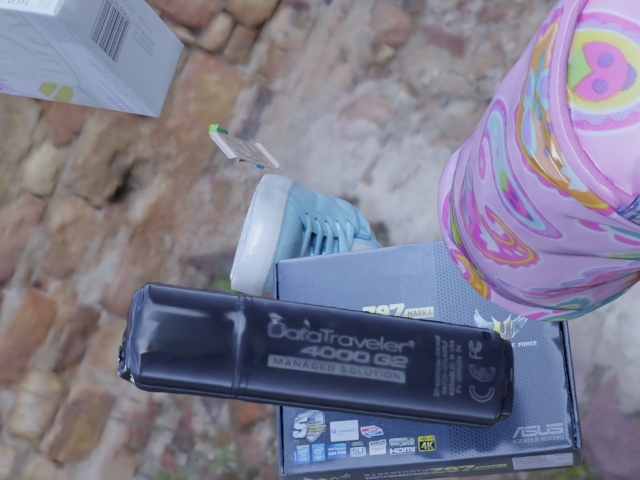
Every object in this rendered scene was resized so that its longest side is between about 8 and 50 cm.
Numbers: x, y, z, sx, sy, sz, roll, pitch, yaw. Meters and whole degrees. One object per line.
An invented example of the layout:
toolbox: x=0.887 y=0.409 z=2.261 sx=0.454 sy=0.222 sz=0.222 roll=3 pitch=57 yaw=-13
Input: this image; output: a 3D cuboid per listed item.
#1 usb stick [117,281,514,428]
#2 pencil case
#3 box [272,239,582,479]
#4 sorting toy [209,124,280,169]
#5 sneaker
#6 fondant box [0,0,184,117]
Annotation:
usb stick: x=0.000 y=0.082 z=0.915 sx=0.045 sy=0.278 sz=0.077 roll=122 pitch=154 yaw=-65
pencil case: x=0.124 y=-0.033 z=0.548 sx=0.284 sy=0.124 sz=0.124 roll=113 pitch=177 yaw=-80
box: x=0.081 y=0.095 z=1.040 sx=0.059 sy=0.233 sz=0.183 roll=67 pitch=-161 yaw=-63
sorting toy: x=-0.085 y=-0.098 z=1.367 sx=0.083 sy=0.062 sz=0.012 roll=48 pitch=119 yaw=47
sneaker: x=0.000 y=0.000 z=1.513 sx=0.366 sy=0.150 sz=0.135 roll=-35 pitch=-41 yaw=-78
fondant box: x=-0.343 y=-0.237 z=1.379 sx=0.330 sy=0.238 sz=0.096 roll=12 pitch=75 yaw=23
